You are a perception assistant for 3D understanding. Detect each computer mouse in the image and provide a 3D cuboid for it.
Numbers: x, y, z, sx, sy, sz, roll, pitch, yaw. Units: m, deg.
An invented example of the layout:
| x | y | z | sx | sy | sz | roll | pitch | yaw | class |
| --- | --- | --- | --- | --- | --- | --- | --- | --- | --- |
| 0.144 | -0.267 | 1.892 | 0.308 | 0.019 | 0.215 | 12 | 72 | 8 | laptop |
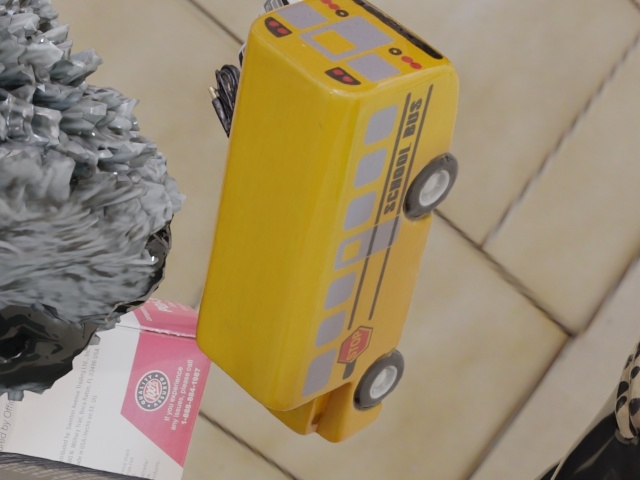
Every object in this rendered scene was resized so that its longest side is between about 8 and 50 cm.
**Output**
| x | y | z | sx | sy | sz | roll | pitch | yaw | class |
| --- | --- | --- | --- | --- | --- | --- | --- | --- | --- |
| -0.041 | -0.147 | 1.481 | 0.042 | 0.106 | 0.193 | -6 | 153 | -30 | computer mouse |

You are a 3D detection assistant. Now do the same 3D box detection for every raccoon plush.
| x | y | z | sx | sy | sz | roll | pitch | yaw | class |
| --- | --- | --- | --- | --- | --- | --- | --- | --- | --- |
| -0.192 | -0.129 | 0.585 | 0.216 | 0.299 | 0.446 | -16 | 151 | -3 | raccoon plush |

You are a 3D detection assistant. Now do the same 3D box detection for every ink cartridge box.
| x | y | z | sx | sy | sz | roll | pitch | yaw | class |
| --- | --- | --- | --- | --- | --- | --- | --- | --- | --- |
| -0.247 | 0.131 | 1.304 | 0.283 | 0.117 | 0.207 | 12 | 101 | -21 | ink cartridge box |

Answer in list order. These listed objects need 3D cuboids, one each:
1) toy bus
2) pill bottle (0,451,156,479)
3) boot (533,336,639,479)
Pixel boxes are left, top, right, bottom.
| x | y | z | sx | sy | sz | roll | pitch | yaw | class |
| --- | --- | --- | --- | --- | --- | --- | --- | --- | --- |
| 0.000 | 0.000 | 1.159 | 0.130 | 0.108 | 0.333 | -25 | 141 | -38 | toy bus |
| -0.135 | 0.212 | 0.846 | 0.204 | 0.361 | 0.204 | 0 | 90 | -36 | pill bottle |
| 0.161 | 0.212 | 0.822 | 0.138 | 0.377 | 0.284 | 20 | 128 | -10 | boot |
